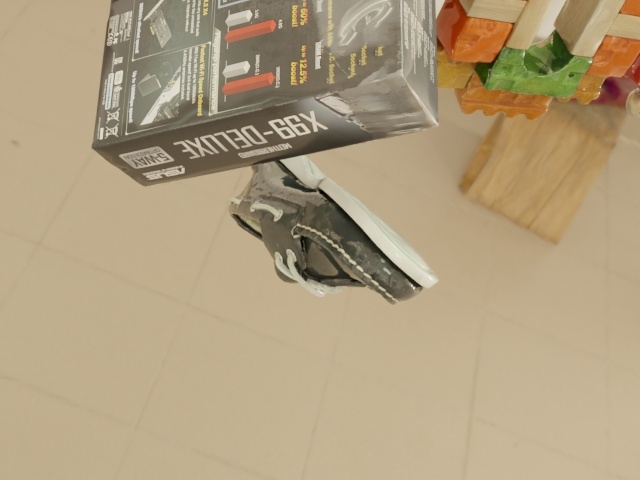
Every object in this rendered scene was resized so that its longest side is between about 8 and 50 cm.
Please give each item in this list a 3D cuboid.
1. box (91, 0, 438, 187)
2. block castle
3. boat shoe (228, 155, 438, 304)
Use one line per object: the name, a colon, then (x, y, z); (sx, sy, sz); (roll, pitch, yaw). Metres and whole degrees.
box: (-0.039, -0.210, 0.783); (0.076, 0.242, 0.307); (40, 45, -56)
block castle: (0.195, -0.290, 1.129); (0.453, 0.213, 0.303); (3, 44, -21)
boat shoe: (0.000, 0.000, 0.862); (0.114, 0.091, 0.302); (43, 0, -21)
